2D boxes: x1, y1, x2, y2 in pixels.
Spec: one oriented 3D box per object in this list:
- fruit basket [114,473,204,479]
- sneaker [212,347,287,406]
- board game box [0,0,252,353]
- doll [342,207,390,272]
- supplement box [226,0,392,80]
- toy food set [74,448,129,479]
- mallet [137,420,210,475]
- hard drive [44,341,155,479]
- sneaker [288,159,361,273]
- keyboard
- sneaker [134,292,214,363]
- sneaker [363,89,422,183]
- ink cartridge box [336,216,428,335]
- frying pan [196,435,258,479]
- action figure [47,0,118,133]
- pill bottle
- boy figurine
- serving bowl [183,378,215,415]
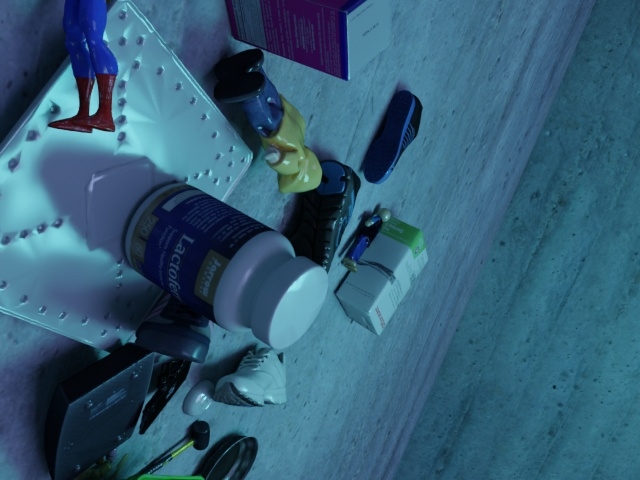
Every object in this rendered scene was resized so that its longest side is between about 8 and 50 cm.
[{"bbox_3d":[-0.270,0.582,1.070,0.392,0.392,0.283,-59,152,-8],"label":"fruit basket"},{"bbox_3d":[-0.151,0.298,1.419,0.297,0.111,0.129,37,58,-74],"label":"sneaker"},{"bbox_3d":[-0.288,-0.061,0.884,0.389,0.050,0.390,-57,154,-10],"label":"board game box"},{"bbox_3d":[0.122,-0.008,1.672,0.189,0.046,0.129,-56,163,-17],"label":"doll"},{"bbox_3d":[-0.019,-0.331,0.924,0.111,0.220,0.113,-46,150,-30],"label":"supplement box"},{"bbox_3d":[-0.398,0.389,1.144,0.077,0.019,0.122,-57,146,-11],"label":"toy food set"},{"bbox_3d":[-0.304,0.438,1.341,0.190,0.039,0.062,-20,131,-49],"label":"mallet"},{"bbox_3d":[-0.354,0.274,1.019,0.172,0.054,0.254,-32,154,-46],"label":"hard drive"},{"bbox_3d":[0.000,0.000,1.376,0.340,0.125,0.140,-65,158,10],"label":"sneaker"},{"bbox_3d":[-0.284,0.259,1.172,0.192,0.038,0.100,-59,173,-69],"label":"keyboard"},{"bbox_3d":[-0.214,0.108,1.008,0.319,0.112,0.131,178,-69,-78],"label":"sneaker"},{"bbox_3d":[0.181,-0.234,1.528,0.090,0.081,0.232,19,97,-56],"label":"sneaker"},{"bbox_3d":[0.176,0.100,1.788,0.272,0.115,0.198,-55,154,-15],"label":"ink cartridge box"},{"bbox_3d":[-0.266,0.578,1.518,0.326,0.053,0.197,-31,140,-44],"label":"frying pan"},{"bbox_3d":[-0.271,-0.260,0.654,0.139,0.092,0.280,4,91,-48],"label":"action figure"},{"bbox_3d":[-0.130,0.035,0.900,0.153,0.265,0.153,-42,147,-36],"label":"pill bottle"},{"bbox_3d":[-0.075,-0.182,1.064,0.285,0.092,0.177,59,20,-55],"label":"boy figurine"},{"bbox_3d":[-0.247,0.333,1.348,0.083,0.027,0.083,-41,146,-35],"label":"serving bowl"}]
